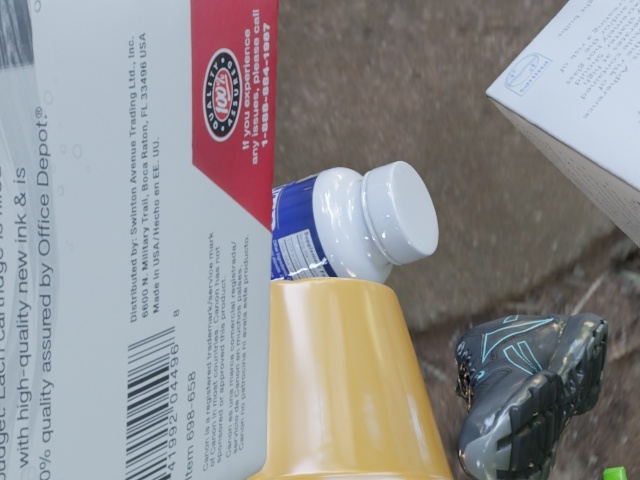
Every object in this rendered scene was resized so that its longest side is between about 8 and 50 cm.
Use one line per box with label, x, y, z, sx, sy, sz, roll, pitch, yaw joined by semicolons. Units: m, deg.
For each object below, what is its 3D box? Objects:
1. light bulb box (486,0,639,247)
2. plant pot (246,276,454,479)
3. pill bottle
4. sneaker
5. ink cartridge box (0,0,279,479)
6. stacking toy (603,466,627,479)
light bulb box;0.333;-0.006;0.894;0.358;0.361;0.225;41;93;-24
plant pot;-0.006;0.129;1.069;0.205;0.205;0.188;-5;75;4
pill bottle;0.000;0.000;1.440;0.186;0.112;0.112;-19;73;25
sneaker;0.149;0.125;1.340;0.106;0.267;0.101;11;108;22
ink cartridge box;-0.128;0.011;0.524;0.114;0.273;0.197;8;104;27
stacking toy;0.190;0.312;1.430;0.167;0.052;0.221;-12;64;31
